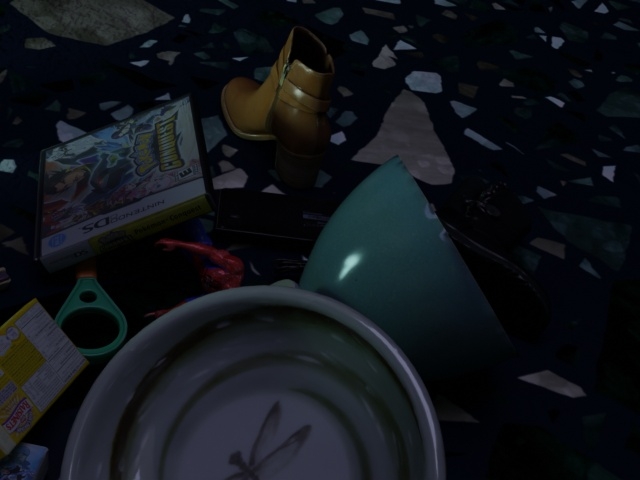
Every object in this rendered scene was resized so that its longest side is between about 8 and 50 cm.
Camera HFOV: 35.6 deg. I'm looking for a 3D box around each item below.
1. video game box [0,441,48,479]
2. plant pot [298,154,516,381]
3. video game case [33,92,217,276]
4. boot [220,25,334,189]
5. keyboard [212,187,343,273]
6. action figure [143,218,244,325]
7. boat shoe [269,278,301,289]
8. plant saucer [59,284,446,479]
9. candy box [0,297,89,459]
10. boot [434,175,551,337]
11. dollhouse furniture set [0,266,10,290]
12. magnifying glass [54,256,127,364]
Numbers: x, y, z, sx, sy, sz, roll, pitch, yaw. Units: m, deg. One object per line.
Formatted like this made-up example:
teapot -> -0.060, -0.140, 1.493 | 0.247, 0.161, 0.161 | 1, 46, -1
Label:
video game box -> -0.409, 0.275, 1.024 | 0.205, 0.048, 0.187 | 12, 41, 0
plant pot -> 0.088, 0.065, 1.258 | 0.195, 0.290, 0.290 | -30, 46, 5
video game case -> -0.278, -0.087, 1.398 | 0.248, 0.035, 0.274 | -21, 39, 3
boot -> -0.068, -0.243, 1.585 | 0.109, 0.220, 0.283 | -9, 44, -23
keyboard -> 0.000, 0.000, 1.467 | 0.317, 0.033, 0.201 | 6, 35, -6
action figure -> -0.201, 0.013, 1.354 | 0.139, 0.091, 0.280 | -11, 44, -34
boat shoe -> -0.102, 0.136, 1.193 | 0.228, 0.081, 0.079 | -33, 20, 13
plant saucer -> -0.066, 0.248, 1.027 | 0.401, 0.100, 0.400 | -6, 66, 13
candy box -> -0.341, 0.150, 1.120 | 0.105, 0.027, 0.206 | 55, 22, -11
boot -> 0.269, 0.011, 1.469 | 0.246, 0.094, 0.207 | 38, 40, 17
dollhouse furniture set -> -0.414, 0.066, 1.241 | 0.091, 0.081, 0.114 | -21, 50, -33
magnifying glass -> -0.305, 0.070, 1.309 | 0.092, 0.026, 0.231 | -1, 41, -16
